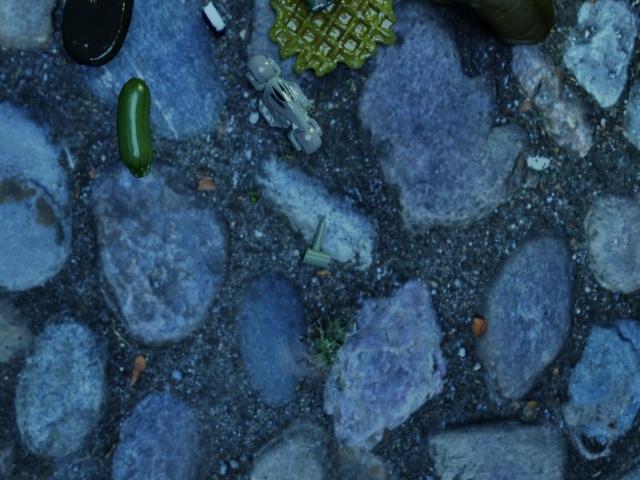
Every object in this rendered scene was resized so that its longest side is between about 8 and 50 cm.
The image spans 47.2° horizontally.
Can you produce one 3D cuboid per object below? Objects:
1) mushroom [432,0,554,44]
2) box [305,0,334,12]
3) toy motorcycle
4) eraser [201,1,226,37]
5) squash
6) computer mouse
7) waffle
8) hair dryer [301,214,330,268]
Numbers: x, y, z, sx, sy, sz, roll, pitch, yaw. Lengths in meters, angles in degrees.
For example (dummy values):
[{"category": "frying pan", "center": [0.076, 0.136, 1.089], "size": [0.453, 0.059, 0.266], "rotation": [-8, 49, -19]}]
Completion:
[{"category": "mushroom", "center": [0.404, -0.585, 1.624], "size": [0.397, 0.313, 0.224], "rotation": [22, 96, -18]}, {"category": "box", "center": [0.057, -0.680, 1.528], "size": [0.337, 0.106, 0.264], "rotation": [-30, 71, 17]}, {"category": "toy motorcycle", "center": [-0.079, -0.307, 1.645], "size": [0.112, 0.112, 0.254], "rotation": [-36, 99, -5]}, {"category": "eraser", "center": [-0.234, -0.483, 1.610], "size": [0.027, 0.085, 0.063], "rotation": [-35, 100, -5]}, {"category": "squash", "center": [-0.407, -0.247, 1.609], "size": [0.077, 0.068, 0.219], "rotation": [-5, 97, -15]}, {"category": "computer mouse", "center": [-0.472, -0.494, 1.564], "size": [0.138, 0.086, 0.269], "rotation": [7, 85, -6]}, {"category": "waffle", "center": [0.021, -0.533, 1.668], "size": [0.312, 0.060, 0.307], "rotation": [-23, 99, -9]}, {"category": "hair dryer", "center": [0.000, 0.000, 1.732], "size": [0.063, 0.038, 0.124], "rotation": [16, 85, -13]}]
